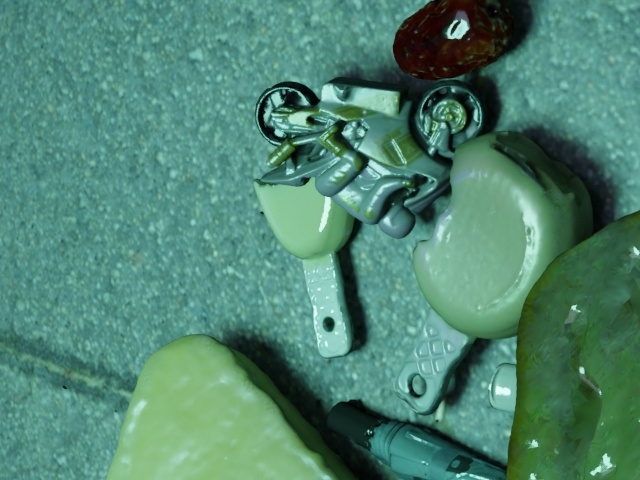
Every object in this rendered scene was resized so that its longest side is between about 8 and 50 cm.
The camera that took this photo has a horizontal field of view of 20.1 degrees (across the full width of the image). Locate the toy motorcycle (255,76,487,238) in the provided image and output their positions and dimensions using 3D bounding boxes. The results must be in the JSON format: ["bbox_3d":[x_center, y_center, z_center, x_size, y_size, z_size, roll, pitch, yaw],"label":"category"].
[{"bbox_3d":[0.048,-0.076,1.698,0.225,0.073,0.152,1,103,16],"label":"toy motorcycle"}]

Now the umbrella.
[{"bbox_3d":[0.104,0.213,1.718,0.250,0.053,0.052,23,109,36],"label":"umbrella"}]

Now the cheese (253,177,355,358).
[{"bbox_3d":[0.000,0.000,1.790,0.127,0.050,0.235,-15,85,38],"label":"cheese"}]

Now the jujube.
[{"bbox_3d":[0.120,-0.187,1.657,0.129,0.077,0.077,-22,80,45],"label":"jujube"}]

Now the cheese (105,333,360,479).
[{"bbox_3d":[-0.116,0.324,1.801,0.384,0.104,0.384,-7,73,23],"label":"cheese"}]

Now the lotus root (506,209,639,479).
[{"bbox_3d":[0.297,0.159,1.449,0.375,0.111,0.390,-53,48,16],"label":"lotus root"}]

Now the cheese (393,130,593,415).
[{"bbox_3d":[0.140,0.040,1.655,0.163,0.082,0.286,47,122,29],"label":"cheese"}]

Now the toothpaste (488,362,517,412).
[{"bbox_3d":[0.245,0.143,1.603,0.193,0.045,0.071,11,101,33],"label":"toothpaste"}]
